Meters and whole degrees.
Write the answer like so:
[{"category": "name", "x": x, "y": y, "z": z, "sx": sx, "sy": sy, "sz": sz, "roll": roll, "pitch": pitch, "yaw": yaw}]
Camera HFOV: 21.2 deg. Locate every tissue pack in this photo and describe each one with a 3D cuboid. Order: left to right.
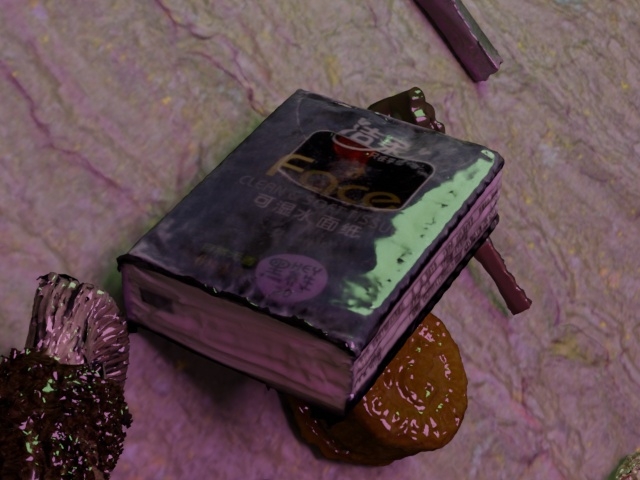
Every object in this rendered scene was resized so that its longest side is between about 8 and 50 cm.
[{"category": "tissue pack", "x": 0.000, "y": 0.000, "z": 1.699, "sx": 0.259, "sy": 0.122, "sz": 0.361, "roll": 22, "pitch": 42, "yaw": 20}]

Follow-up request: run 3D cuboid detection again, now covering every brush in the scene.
[{"category": "brush", "x": 0.154, "y": -0.037, "z": 1.973, "sx": 0.301, "sy": 0.084, "sz": 0.071, "roll": 58, "pitch": 41, "yaw": -12}]

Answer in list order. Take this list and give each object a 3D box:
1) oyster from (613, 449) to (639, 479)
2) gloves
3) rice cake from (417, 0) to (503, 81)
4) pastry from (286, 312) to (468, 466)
[{"category": "oyster", "x": 0.339, "y": 0.312, "z": 1.991, "sx": 0.199, "sy": 0.061, "sz": 0.106, "roll": -10, "pitch": 97, "yaw": -44}, {"category": "gloves", "x": -0.234, "y": 0.189, "z": 1.395, "sx": 0.135, "sy": 0.210, "sz": 0.312, "roll": 24, "pitch": 35, "yaw": -17}, {"category": "rice cake", "x": 0.153, "y": -0.287, "z": 2.124, "sx": 0.207, "sy": 0.047, "sz": 0.036, "roll": 53, "pitch": 28, "yaw": -11}, {"category": "pastry", "x": 0.058, "y": 0.142, "z": 1.762, "sx": 0.188, "sy": 0.103, "sz": 0.189, "roll": 21, "pitch": 55, "yaw": -34}]
